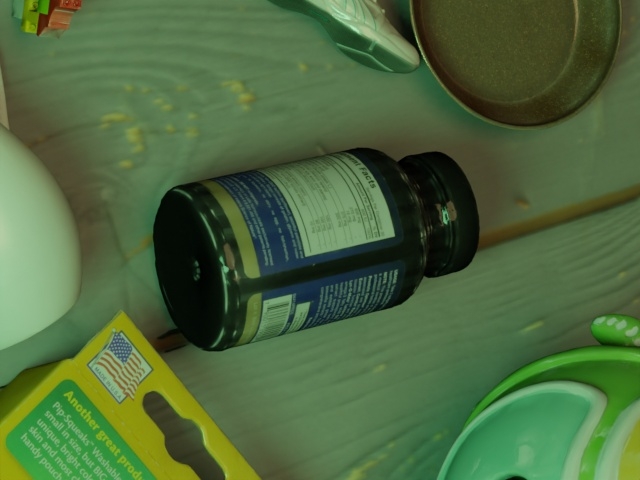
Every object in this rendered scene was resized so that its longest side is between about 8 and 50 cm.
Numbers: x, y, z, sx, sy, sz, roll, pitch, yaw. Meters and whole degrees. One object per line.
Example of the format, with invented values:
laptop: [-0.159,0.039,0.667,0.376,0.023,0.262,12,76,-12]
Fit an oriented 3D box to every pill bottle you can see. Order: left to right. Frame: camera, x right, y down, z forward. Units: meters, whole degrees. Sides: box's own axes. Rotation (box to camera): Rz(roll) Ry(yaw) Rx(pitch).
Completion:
pill bottle: [0.000,0.000,1.405,0.219,0.123,0.122,-13,92,-27]

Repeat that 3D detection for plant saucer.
plant saucer: [0.150,-0.184,1.541,0.199,0.036,0.198,2,87,-27]

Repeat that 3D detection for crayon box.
crayon box: [-0.193,0.228,1.298,0.323,0.083,0.203,-46,106,-30]

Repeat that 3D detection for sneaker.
sneaker: [0.021,-0.183,1.467,0.152,0.054,0.061,35,69,-19]

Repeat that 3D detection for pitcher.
pitcher: [-0.234,-0.045,1.301,0.207,0.125,0.178,63,30,-16]

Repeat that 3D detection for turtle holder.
turtle holder: [0.229,0.208,1.385,0.227,0.320,0.243,-52,132,-58]

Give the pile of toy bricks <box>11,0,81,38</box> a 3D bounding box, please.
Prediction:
pile of toy bricks: [-0.201,-0.245,1.300,0.118,0.105,0.212,4,100,-33]
